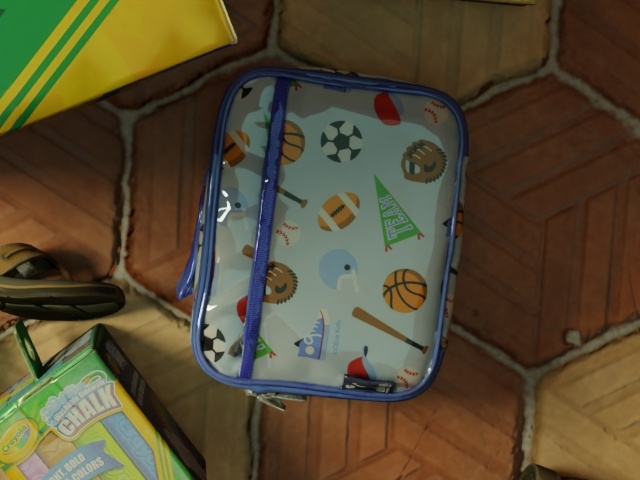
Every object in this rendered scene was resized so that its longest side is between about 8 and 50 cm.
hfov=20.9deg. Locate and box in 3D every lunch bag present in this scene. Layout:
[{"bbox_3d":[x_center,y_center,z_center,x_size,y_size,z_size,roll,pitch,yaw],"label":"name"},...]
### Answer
[{"bbox_3d":[0.000,0.000,1.533,0.243,0.115,0.303,8,95,-3],"label":"lunch bag"}]

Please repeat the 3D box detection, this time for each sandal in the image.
[{"bbox_3d":[-0.282,0.031,1.538,0.219,0.090,0.060,6,75,1],"label":"sandal"}]

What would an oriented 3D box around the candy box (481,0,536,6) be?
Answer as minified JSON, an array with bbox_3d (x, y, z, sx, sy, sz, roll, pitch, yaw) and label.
[{"bbox_3d":[0.102,-0.270,1.536,0.187,0.053,0.109,4,96,-6],"label":"candy box"}]

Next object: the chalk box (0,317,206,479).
[{"bbox_3d":[-0.214,0.164,1.524,0.132,0.132,0.213,-37,97,0],"label":"chalk box"}]

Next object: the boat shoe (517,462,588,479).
[{"bbox_3d":[0.192,0.365,1.592,0.104,0.111,0.307,20,95,-6],"label":"boat shoe"}]

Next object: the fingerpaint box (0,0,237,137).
[{"bbox_3d":[-0.265,-0.156,1.322,0.371,0.445,0.163,-22,99,-2],"label":"fingerpaint box"}]
